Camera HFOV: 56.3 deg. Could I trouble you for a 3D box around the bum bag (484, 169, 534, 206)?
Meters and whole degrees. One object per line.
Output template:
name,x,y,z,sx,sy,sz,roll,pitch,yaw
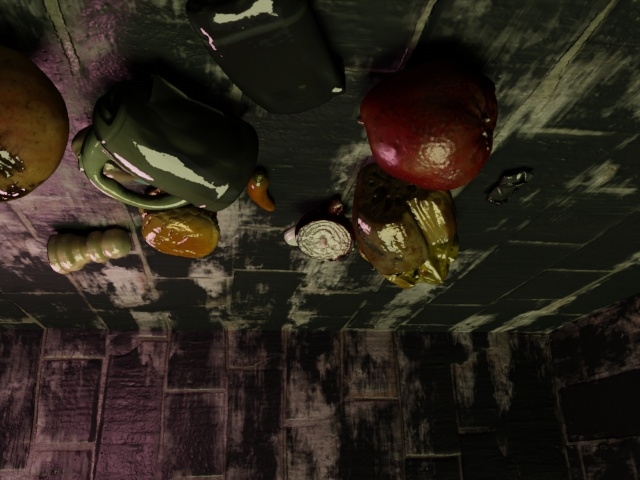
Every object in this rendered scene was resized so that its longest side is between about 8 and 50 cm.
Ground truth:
bum bag,0.550,-0.149,1.756,0.087,0.049,0.198,-3,159,-11

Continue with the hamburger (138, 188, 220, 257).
hamburger,-0.417,-0.054,1.771,0.244,0.163,0.244,0,159,0

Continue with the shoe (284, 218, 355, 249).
shoe,0.000,0.000,2.020,0.264,0.110,0.095,-13,157,20

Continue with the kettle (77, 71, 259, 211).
kettle,-0.354,-0.194,1.302,0.324,0.229,0.321,24,125,-39

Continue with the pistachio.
pistachio,-0.474,-0.211,1.415,0.214,0.144,0.144,1,159,-19

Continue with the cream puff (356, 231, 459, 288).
cream puff,0.286,0.042,1.956,0.324,0.258,0.291,-2,155,-2

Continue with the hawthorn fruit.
hawthorn fruit,0.206,-0.240,1.242,0.307,0.266,0.265,13,167,29

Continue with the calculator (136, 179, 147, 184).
calculator,-0.440,-0.198,1.572,0.210,0.039,0.121,-16,153,34

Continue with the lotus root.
lotus root,0.221,-0.073,1.622,0.315,0.317,0.250,-9,150,17

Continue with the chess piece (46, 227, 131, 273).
chess piece,-0.766,0.025,2.010,0.260,0.143,0.143,-10,158,9

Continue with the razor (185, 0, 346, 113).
razor,-0.085,-0.350,1.103,0.204,0.114,0.349,-11,157,17

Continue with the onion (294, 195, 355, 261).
onion,0.025,-0.050,1.873,0.195,0.140,0.218,16,115,0

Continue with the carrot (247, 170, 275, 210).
carrot,-0.175,-0.135,1.737,0.062,0.066,0.271,41,165,11

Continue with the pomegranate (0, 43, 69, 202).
pomegranate,-0.642,-0.222,1.140,0.321,0.323,0.322,-1,159,-1
